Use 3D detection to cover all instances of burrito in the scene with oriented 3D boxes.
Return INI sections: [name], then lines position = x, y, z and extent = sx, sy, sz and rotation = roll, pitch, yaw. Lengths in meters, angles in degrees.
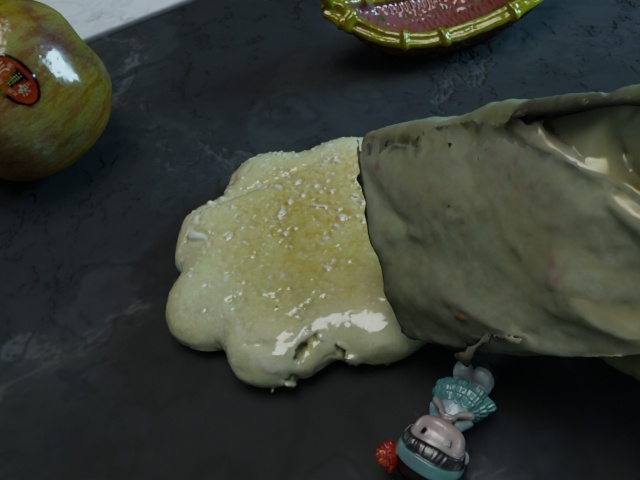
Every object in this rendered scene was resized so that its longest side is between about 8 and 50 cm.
[burrito]
position = 0.175, 0.000, 0.433
extent = 0.135, 0.190, 0.332
rotation = -16, 10, -32

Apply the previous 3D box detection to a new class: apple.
[apple]
position = -0.350, -0.174, 0.805
extent = 0.211, 0.211, 0.188
rotation = 29, 72, 35

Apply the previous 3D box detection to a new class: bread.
[bread]
position = 0.000, 0.000, 0.660
extent = 0.316, 0.054, 0.316
rotation = -8, 44, 8

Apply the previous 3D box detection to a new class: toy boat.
[toy boat]
position = 0.160, -0.292, 0.873
extent = 0.318, 0.099, 0.141
rotation = -13, 48, -2

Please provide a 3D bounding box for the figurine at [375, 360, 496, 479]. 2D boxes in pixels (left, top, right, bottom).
[figurine]
position = 0.088, 0.132, 0.511
extent = 0.060, 0.047, 0.106
rotation = 26, 54, 21
